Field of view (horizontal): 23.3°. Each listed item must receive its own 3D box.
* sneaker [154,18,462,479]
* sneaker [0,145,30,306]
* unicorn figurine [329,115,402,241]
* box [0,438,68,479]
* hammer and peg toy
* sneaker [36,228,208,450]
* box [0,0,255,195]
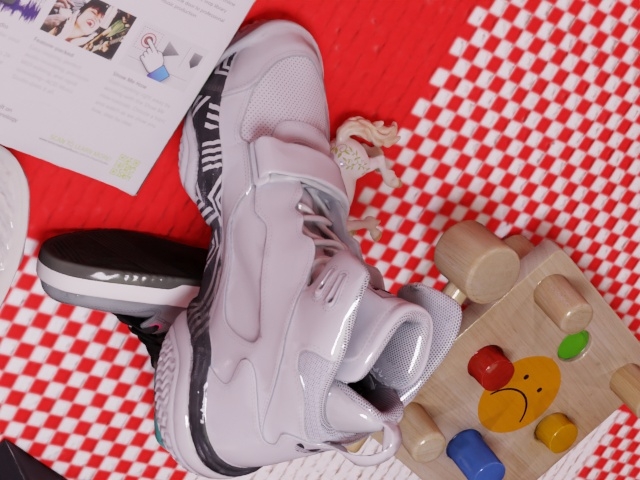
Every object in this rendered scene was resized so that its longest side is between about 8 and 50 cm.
[{"bbox_3d":[0.000,0.000,1.168,0.137,0.210,0.365,22,71,-46],"label":"sneaker"},{"bbox_3d":[-0.331,0.089,1.200,0.135,0.150,0.366,28,88,-4],"label":"sneaker"},{"bbox_3d":[0.016,-0.030,1.329,0.111,0.060,0.162,15,78,-51],"label":"unicorn figurine"},{"bbox_3d":[-0.252,0.323,1.408,0.184,0.103,0.261,-45,133,0],"label":"box"},{"bbox_3d":[0.155,0.123,1.496,0.266,0.127,0.361,-43,133,4],"label":"hammer and peg toy"},{"bbox_3d":[-0.123,0.094,1.316,0.295,0.124,0.178,9,106,-37],"label":"sneaker"},{"bbox_3d":[-0.153,-0.207,1.125,0.232,0.058,0.322,22,109,-40],"label":"box"}]
